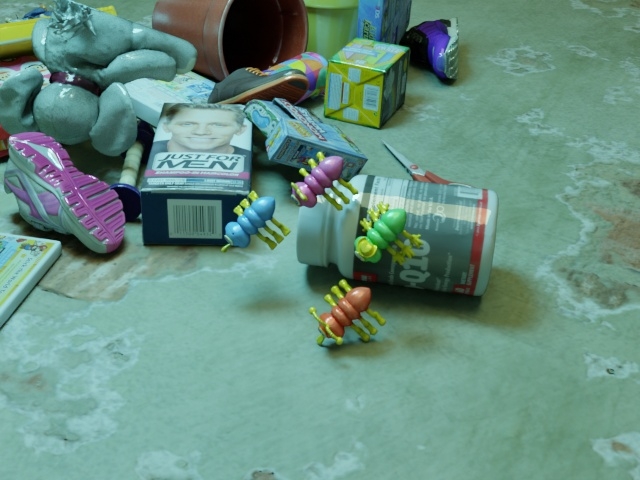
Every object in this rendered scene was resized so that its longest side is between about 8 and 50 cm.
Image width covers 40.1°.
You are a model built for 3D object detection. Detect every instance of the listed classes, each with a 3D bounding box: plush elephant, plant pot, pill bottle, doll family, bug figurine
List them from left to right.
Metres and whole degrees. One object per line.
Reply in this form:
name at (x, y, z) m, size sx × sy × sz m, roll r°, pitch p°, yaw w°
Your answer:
doll family at (-0.657, -0.512, 2.084) m, size 0.263 × 0.118 × 0.163 m, roll 8°, pitch 32°, yaw 7°
plush elephant at (-0.409, -0.275, 1.540) m, size 0.272 × 0.255 × 0.330 m, roll 21°, pitch 9°, yaw 8°
plant pot at (-0.214, -0.464, 1.937) m, size 0.265 × 0.272 × 0.272 m, roll 19°, pitch 35°, yaw 37°
bug figurine at (0.000, 0.000, 1.213) m, size 0.279 × 0.216 × 0.072 m, roll 42°, pitch 4°, yaw 16°
plant pot at (0.016, -0.552, 2.097) m, size 0.254 × 0.239 × 0.254 m, roll 2°, pitch 33°, yaw -1°
pill bottle at (0.114, -0.012, 1.314) m, size 0.283 × 0.161 × 0.161 m, roll 7°, pitch 32°, yaw 7°

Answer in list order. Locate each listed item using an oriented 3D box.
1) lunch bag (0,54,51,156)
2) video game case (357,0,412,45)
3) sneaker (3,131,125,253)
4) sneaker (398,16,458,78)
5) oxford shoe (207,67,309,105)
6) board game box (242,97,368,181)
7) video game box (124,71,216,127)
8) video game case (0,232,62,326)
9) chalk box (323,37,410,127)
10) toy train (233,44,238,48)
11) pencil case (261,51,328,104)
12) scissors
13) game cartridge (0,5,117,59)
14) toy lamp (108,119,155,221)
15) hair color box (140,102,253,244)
lunch bag at (-0.577, -0.256, 1.679) m, size 0.293 × 0.120 × 0.258 m, roll -23°, pitch 41°, yaw -36°
video game case at (0.150, -0.536, 1.995) m, size 0.061 × 0.269 × 0.244 m, roll 17°, pitch 53°, yaw 12°
sneaker at (-0.413, -0.059, 1.405) m, size 0.252 × 0.111 × 0.103 m, roll 44°, pitch 33°, yaw 18°
sneaker at (0.261, -0.462, 2.122) m, size 0.146 × 0.102 × 0.293 m, roll 1°, pitch 28°, yaw 9°
oxford shoe at (-0.129, -0.296, 1.685) m, size 0.271 × 0.098 × 0.097 m, roll -11°, pitch -19°, yaw 41°
board game box at (-0.042, -0.190, 1.566) m, size 0.194 × 0.060 × 0.194 m, roll 49°, pitch 27°, yaw 26°
video game box at (-0.307, -0.299, 1.842) m, size 0.187 × 0.048 × 0.205 m, roll -27°, pitch 42°, yaw -36°
video game case at (-0.521, 0.053, 1.278) m, size 0.206 × 0.026 × 0.227 m, roll 8°, pitch 31°, yaw 7°
chalk box at (0.108, -0.348, 1.881) m, size 0.132 × 0.132 × 0.213 m, roll 15°, pitch 33°, yaw 17°
toy train at (-0.152, -0.455, 2.108) m, size 0.125 × 0.046 × 0.166 m, roll 17°, pitch 34°, yaw 22°
pencil case at (-0.073, -0.323, 1.855) m, size 0.104 × 0.104 × 0.236 m, roll 26°, pitch 39°, yaw 32°
scissors at (0.175, -0.124, 1.630) m, size 0.109 × 0.021 × 0.297 m, roll -22°, pitch 41°, yaw -32°
game cartridge at (-0.609, -0.404, 1.838) m, size 0.324 × 0.052 × 0.285 m, roll -25°, pitch 6°, yaw -37°
toy lamp at (-0.332, -0.132, 1.548) m, size 0.080 × 0.080 × 0.274 m, roll 1°, pitch 35°, yaw -4°
hair color box at (-0.205, -0.125, 1.519) m, size 0.174 × 0.105 × 0.347 m, roll 1°, pitch 31°, yaw -4°
